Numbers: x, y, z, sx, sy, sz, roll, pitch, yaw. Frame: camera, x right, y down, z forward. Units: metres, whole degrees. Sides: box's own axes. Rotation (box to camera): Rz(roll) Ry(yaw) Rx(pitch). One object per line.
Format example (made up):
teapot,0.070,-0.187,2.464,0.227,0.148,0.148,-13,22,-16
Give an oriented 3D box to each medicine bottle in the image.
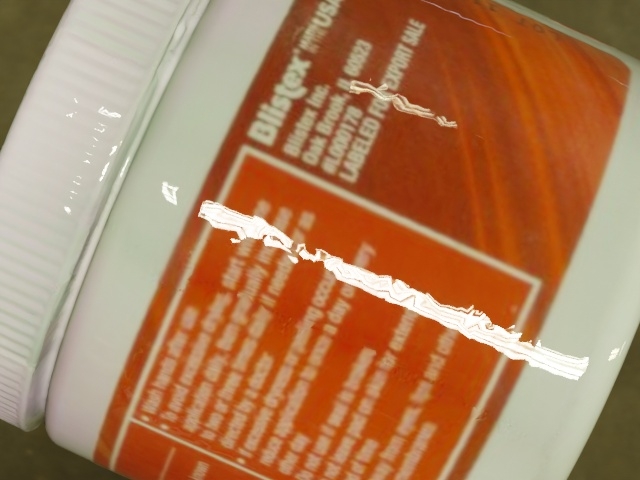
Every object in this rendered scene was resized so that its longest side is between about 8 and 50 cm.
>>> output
medicine bottle,0.000,0.000,0.674,0.241,0.252,0.252,24,76,-2
